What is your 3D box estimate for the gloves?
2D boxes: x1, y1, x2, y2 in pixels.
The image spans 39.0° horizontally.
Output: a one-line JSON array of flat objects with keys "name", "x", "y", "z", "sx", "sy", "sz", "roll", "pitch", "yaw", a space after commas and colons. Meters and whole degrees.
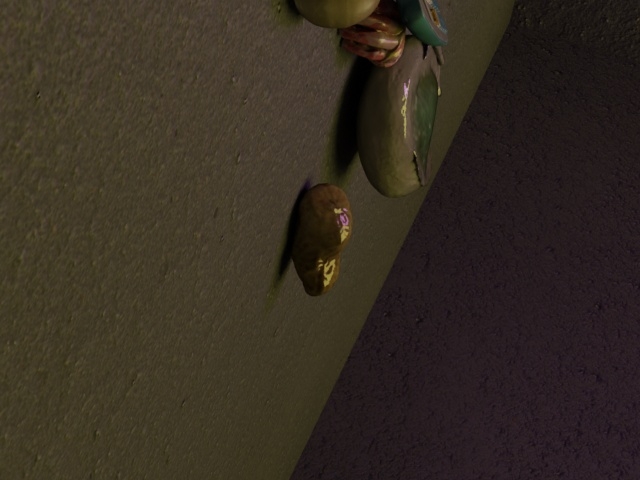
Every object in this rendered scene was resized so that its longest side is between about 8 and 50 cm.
[{"name": "gloves", "x": 0.117, "y": -0.436, "z": 1.830, "sx": 0.241, "sy": 0.126, "sz": 0.145, "roll": 20, "pitch": 93, "yaw": -84}]

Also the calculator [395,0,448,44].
[{"name": "calculator", "x": 0.196, "y": -0.522, "z": 1.867, "sx": 0.256, "sy": 0.055, "sz": 0.386, "roll": 69, "pitch": 20, "yaw": -1}]

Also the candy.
[{"name": "candy", "x": 0.186, "y": -0.310, "z": 2.147, "sx": 0.427, "sy": 0.186, "sz": 0.386, "roll": 67, "pitch": 36, "yaw": -69}]

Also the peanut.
[{"name": "peanut", "x": 0.000, "y": 0.000, "z": 1.985, "sx": 0.122, "sy": 0.137, "sz": 0.253, "roll": -2, "pitch": 120, "yaw": -29}]

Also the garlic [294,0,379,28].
[{"name": "garlic", "x": 0.024, "y": -0.428, "z": 1.473, "sx": 0.245, "sy": 0.146, "sz": 0.164, "roll": 82, "pitch": 0, "yaw": -69}]
